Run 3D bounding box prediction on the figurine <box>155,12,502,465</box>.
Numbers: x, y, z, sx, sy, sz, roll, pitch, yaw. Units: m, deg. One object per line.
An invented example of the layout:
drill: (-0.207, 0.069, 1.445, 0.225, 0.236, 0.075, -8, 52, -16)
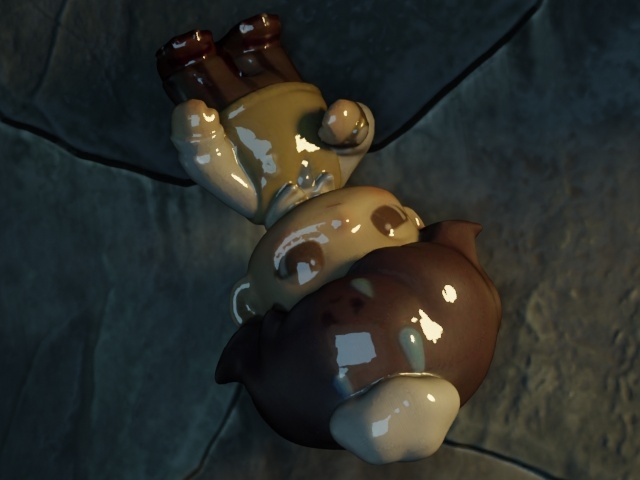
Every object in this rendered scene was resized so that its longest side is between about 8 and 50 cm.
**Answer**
figurine: (0.010, -0.012, 1.162, 0.206, 0.218, 0.365, -22, 87, 47)
